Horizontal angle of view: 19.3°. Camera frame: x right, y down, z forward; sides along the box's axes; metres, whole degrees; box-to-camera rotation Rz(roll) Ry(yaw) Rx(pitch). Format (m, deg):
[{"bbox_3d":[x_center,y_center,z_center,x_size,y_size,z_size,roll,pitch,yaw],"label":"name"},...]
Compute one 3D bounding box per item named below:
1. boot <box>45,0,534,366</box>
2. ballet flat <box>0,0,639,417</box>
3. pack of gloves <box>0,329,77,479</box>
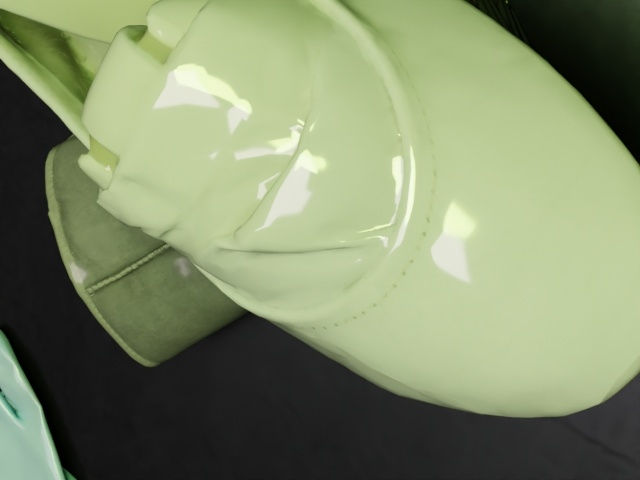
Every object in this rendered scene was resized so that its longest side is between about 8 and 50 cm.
[{"bbox_3d":[0.001,0.001,0.722,0.208,0.076,0.190,-30,74,24],"label":"boot"},{"bbox_3d":[-0.060,-0.070,0.649,0.400,0.139,0.139,42,120,29],"label":"ballet flat"},{"bbox_3d":[-0.176,0.162,0.876,0.195,0.046,0.232,-33,87,31],"label":"pack of gloves"}]
